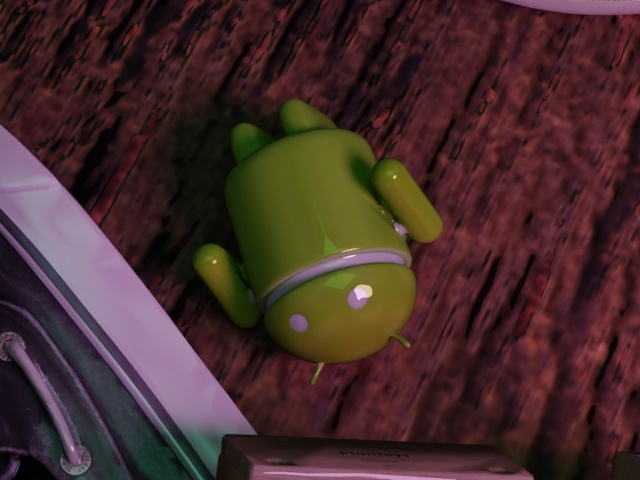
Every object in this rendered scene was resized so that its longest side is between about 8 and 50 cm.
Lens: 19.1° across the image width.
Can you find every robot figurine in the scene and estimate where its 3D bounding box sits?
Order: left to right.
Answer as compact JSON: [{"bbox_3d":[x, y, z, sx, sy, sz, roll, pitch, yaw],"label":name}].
[{"bbox_3d":[0.000,0.000,0.789,0.101,0.067,0.115,-24,68,16],"label":"robot figurine"}]

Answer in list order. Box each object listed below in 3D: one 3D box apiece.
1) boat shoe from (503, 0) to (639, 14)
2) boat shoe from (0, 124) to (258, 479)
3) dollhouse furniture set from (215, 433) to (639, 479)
[{"bbox_3d":[0.072,-0.192,0.849,0.340,0.113,0.127,13,67,2],"label":"boat shoe"},{"bbox_3d":[-0.108,0.065,0.741,0.102,0.108,0.301,-36,81,-18],"label":"boat shoe"},{"bbox_3d":[0.070,0.182,0.531,0.303,0.355,0.174,4,98,-17],"label":"dollhouse furniture set"}]
